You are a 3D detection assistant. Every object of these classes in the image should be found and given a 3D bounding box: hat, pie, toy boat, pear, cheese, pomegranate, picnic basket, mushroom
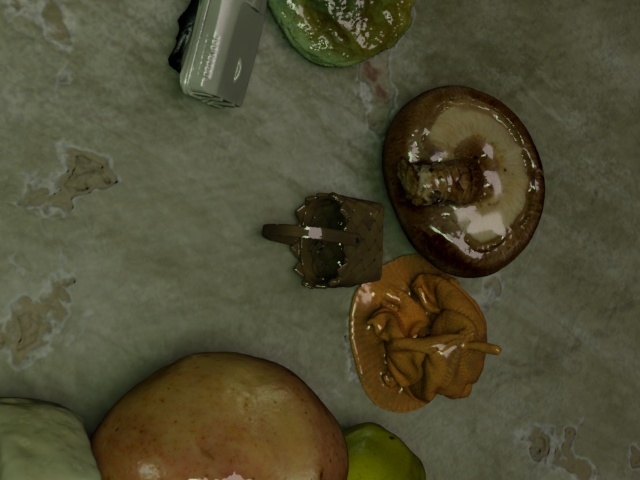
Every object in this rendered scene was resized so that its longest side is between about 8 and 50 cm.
[{"bbox_3d":[0.193,0.142,1.273,0.244,0.233,0.233,-44,109,-21],"label":"hat"},{"bbox_3d":[0.035,-0.391,1.289,0.276,0.078,0.277,0,91,-29],"label":"pie"},{"bbox_3d":[-0.142,-0.317,1.170,0.140,0.140,0.270,2,88,-28],"label":"toy boat"},{"bbox_3d":[0.061,0.363,1.223,0.198,0.198,0.198,1,88,-28],"label":"pear"},{"bbox_3d":[-0.344,0.325,0.961,0.115,0.326,0.318,10,121,-34],"label":"cheese"},{"bbox_3d":[-0.113,0.301,1.042,0.338,0.338,0.338,1,88,-28],"label":"pomegranate"},{"bbox_3d":[0.000,0.000,1.229,0.178,0.128,0.138,8,82,-45],"label":"picnic basket"},{"bbox_3d":[0.211,-0.088,1.325,0.278,0.163,0.297,-10,84,-35],"label":"mushroom"}]
